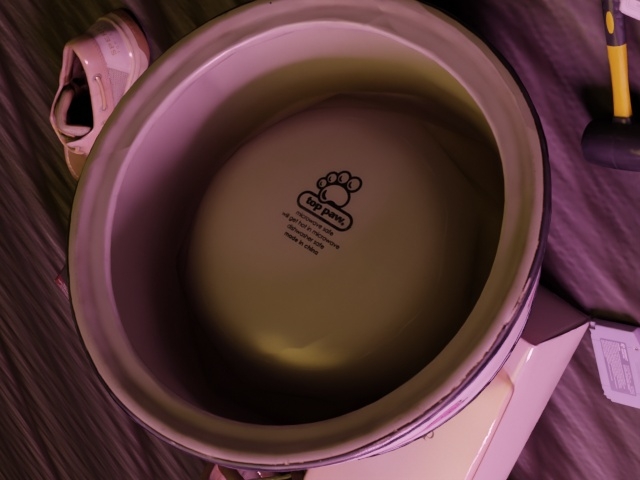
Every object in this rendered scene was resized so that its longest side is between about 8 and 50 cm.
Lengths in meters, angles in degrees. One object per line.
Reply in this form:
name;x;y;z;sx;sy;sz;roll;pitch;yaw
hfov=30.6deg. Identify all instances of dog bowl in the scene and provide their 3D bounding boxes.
dog bowl;0.000;0.000;0.982;0.408;0.408;0.150;36;176;28

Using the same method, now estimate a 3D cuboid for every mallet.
mallet;0.216;-0.141;0.882;0.062;0.039;0.190;3;116;47

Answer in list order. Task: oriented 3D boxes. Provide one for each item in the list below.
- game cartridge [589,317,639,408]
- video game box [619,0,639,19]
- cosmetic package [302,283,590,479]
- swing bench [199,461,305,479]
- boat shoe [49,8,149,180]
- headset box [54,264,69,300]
game cartridge;0.271;0.110;1.036;0.056;0.017;0.083;14;128;51
video game box;0.296;-0.192;0.720;0.205;0.048;0.187;34;142;31
cosmetic package;0.108;0.167;1.112;0.160;0.113;0.309;35;121;29
swing bench;-0.029;0.403;1.534;0.254;0.165;0.253;-2;116;53
boat shoe;-0.292;-0.161;1.456;0.109;0.098;0.302;49;146;12
headset box;-0.229;0.076;1.564;0.218;0.110;0.293;54;147;3
